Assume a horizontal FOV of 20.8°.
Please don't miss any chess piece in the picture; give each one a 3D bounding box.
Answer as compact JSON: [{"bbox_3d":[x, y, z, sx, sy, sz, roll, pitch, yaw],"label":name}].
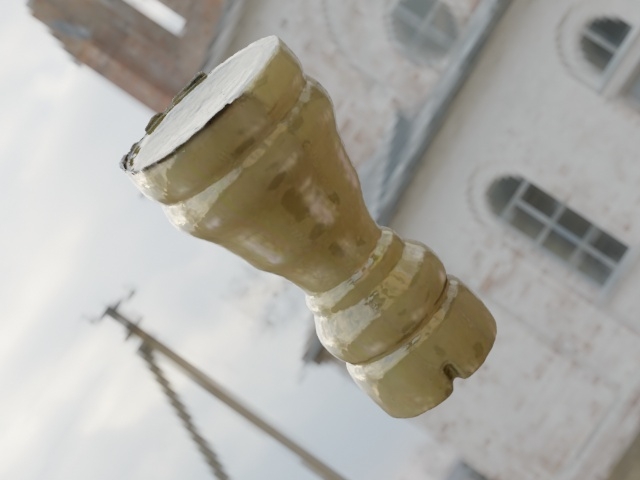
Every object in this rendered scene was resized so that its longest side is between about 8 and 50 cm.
[{"bbox_3d":[0.000,0.000,0.554,0.066,0.122,0.066,-36,19,15],"label":"chess piece"}]
